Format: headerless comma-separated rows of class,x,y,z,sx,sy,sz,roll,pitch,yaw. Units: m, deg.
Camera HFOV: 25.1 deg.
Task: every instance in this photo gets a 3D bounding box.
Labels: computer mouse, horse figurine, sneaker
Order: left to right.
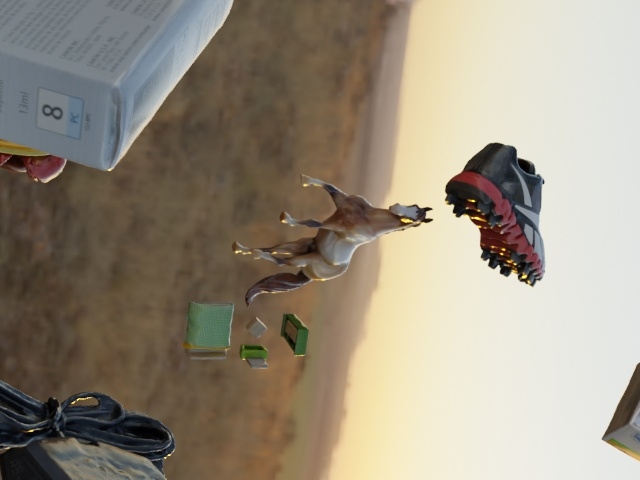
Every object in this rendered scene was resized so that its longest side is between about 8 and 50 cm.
computer mouse,-0.123,0.183,0.870,0.272,0.188,0.072,40,-78,46
horse figurine,0.000,0.000,1.854,0.263,0.175,0.066,-45,-136,42
sneaker,0.274,-0.040,2.049,0.135,0.098,0.276,-57,140,-18

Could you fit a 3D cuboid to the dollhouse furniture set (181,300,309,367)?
dollhouse furniture set,-0.097,0.123,1.837,0.058,0.152,0.076,-132,-132,-61

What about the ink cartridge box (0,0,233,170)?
ink cartridge box,-0.295,-0.215,1.222,0.308,0.385,0.091,-65,169,-54

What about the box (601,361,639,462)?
box,0.456,0.230,1.693,0.114,0.203,0.103,-60,178,-19

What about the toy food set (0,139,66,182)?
toy food set,-0.308,-0.093,1.349,0.071,0.218,0.128,-67,-147,28
